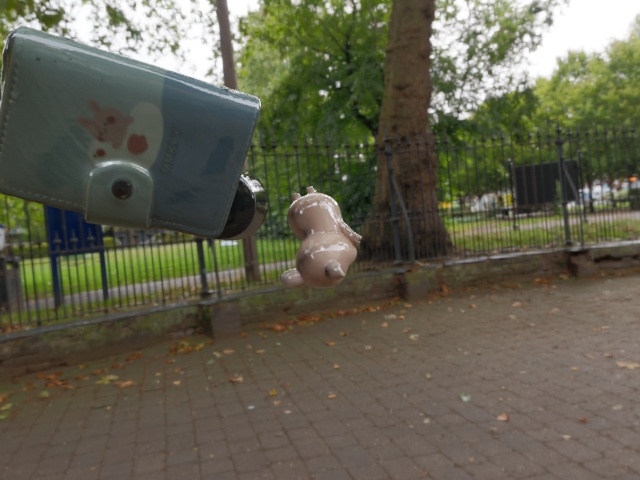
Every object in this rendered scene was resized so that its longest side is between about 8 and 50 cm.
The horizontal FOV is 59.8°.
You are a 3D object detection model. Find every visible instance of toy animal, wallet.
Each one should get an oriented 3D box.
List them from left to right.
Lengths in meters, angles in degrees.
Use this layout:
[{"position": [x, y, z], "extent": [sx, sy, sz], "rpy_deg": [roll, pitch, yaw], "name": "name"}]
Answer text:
[{"position": [-0.280, -0.138, 0.825], "extent": [0.360, 0.252, 0.083], "rpy_deg": [10, 15, -26], "name": "wallet"}, {"position": [-0.005, -0.001, 0.706], "extent": [0.089, 0.150, 0.083], "rpy_deg": [3, -34, -25], "name": "toy animal"}]

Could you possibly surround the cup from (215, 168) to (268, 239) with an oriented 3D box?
[{"position": [-0.228, -0.088, 1.212], "extent": [0.223, 0.169, 0.176], "rpy_deg": [22, 7, -2], "name": "cup"}]
